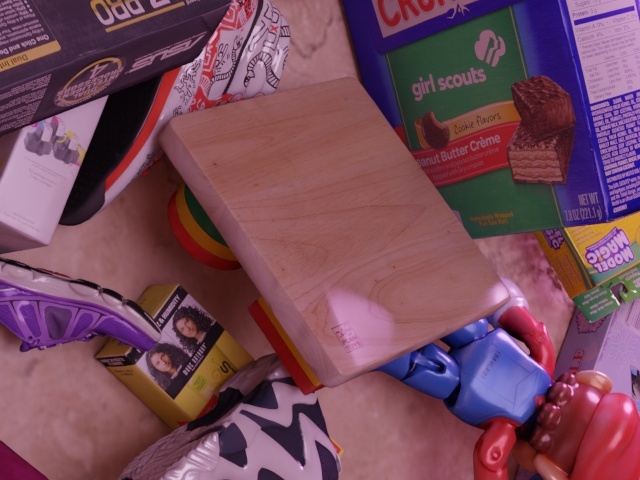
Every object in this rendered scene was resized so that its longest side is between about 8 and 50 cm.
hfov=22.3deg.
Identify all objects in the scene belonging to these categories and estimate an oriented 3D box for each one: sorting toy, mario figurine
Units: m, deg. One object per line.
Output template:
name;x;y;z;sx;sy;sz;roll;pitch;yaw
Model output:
sorting toy;0.000;0.000;1.400;0.257;0.089;0.255;-19;70;-50
mario figurine;0.165;0.159;1.564;0.320;0.170;0.198;36;103;-5

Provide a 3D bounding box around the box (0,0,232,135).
box;-0.308;-0.225;1.209;0.395;0.097;0.318;-27;76;-35

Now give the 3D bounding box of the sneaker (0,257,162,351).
sneaker;-0.214;0.064;1.332;0.169;0.068;0.071;16;91;-5

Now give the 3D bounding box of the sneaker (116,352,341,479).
sneaker;-0.062;0.211;1.340;0.153;0.094;0.235;60;40;-11

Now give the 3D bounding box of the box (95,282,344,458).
box;-0.086;0.145;1.431;0.232;0.058;0.087;48;61;-23

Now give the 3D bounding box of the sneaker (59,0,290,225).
sneaker;-0.123;-0.111;1.402;0.145;0.090;0.270;35;82;-50

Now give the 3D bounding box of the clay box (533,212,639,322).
clay box;0.273;-0.038;1.666;0.127;0.053;0.222;-26;83;-34

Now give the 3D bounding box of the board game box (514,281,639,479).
board game box;0.355;0.258;1.731;0.318;0.066;0.318;34;68;-27

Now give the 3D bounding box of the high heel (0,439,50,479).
high heel;-0.166;0.229;1.336;0.377;0.127;0.181;11;74;-39

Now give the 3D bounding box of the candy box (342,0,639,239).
candy box;0.167;-0.168;1.505;0.122;0.268;0.317;-18;97;-40

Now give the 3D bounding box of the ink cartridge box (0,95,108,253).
ink cartridge box;-0.234;-0.085;1.314;0.061;0.104;0.181;29;70;-30
